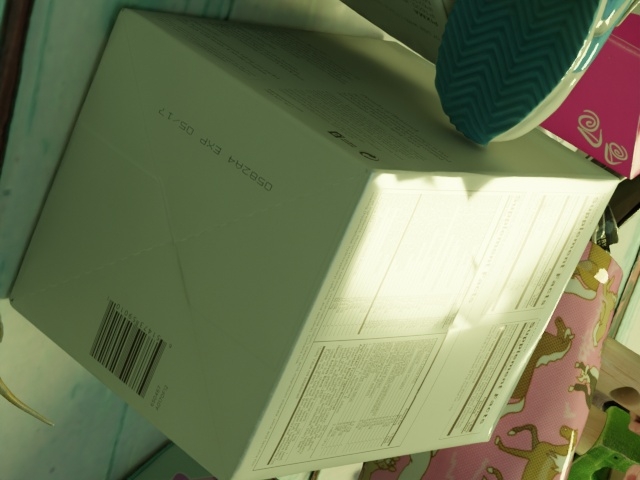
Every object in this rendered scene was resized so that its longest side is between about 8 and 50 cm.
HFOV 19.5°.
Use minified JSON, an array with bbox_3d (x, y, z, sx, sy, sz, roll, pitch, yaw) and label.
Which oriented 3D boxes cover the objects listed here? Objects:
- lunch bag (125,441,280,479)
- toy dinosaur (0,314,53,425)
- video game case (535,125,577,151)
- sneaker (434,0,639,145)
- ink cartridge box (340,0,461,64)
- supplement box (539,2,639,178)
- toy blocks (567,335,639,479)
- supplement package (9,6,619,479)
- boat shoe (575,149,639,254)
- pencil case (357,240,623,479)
[{"bbox_3d":[-0.096,0.278,1.324,0.224,0.108,0.279,-38,144,-25],"label":"lunch bag"},{"bbox_3d":[-0.193,0.030,0.985,0.053,0.093,0.183,-33,142,-30],"label":"toy dinosaur"},{"bbox_3d":[0.210,-0.172,1.395,0.183,0.023,0.201,-48,147,-11],"label":"video game case"},{"bbox_3d":[0.150,-0.150,1.036,0.092,0.087,0.228,11,114,-57],"label":"sneaker"},{"bbox_3d":[0.086,-0.271,1.039,0.226,0.131,0.306,-44,148,-14],"label":"ink cartridge box"},{"bbox_3d":[0.254,-0.156,1.339,0.220,0.111,0.114,-32,142,-32],"label":"supplement box"},{"bbox_3d":[0.218,0.151,1.560,0.309,0.260,0.288,-63,-173,-35],"label":"toy blocks"},{"bbox_3d":[0.000,0.000,1.109,0.263,0.199,0.198,-1,120,-53],"label":"supplement package"},{"bbox_3d":[0.202,-0.019,1.479,0.219,0.070,0.077,-43,146,-19],"label":"boat shoe"},{"bbox_3d":[0.092,0.167,1.314,0.167,0.160,0.386,90,16,-79],"label":"pencil case"}]
